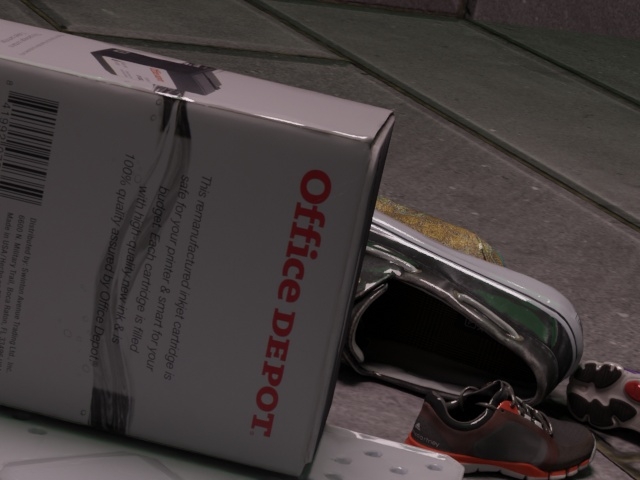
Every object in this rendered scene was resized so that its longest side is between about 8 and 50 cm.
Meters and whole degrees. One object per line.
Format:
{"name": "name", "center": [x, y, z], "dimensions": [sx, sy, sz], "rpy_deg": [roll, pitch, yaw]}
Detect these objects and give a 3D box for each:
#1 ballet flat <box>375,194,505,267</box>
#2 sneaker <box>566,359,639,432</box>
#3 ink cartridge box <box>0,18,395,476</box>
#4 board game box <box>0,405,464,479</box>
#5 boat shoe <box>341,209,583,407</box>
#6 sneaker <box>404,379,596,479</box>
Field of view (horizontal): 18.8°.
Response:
{"name": "ballet flat", "center": [0.000, 0.000, 1.721], "dimensions": [0.348, 0.123, 0.123], "rpy_deg": [22, 19, 31]}
{"name": "sneaker", "center": [0.281, 0.132, 1.543], "dimensions": [0.170, 0.068, 0.071], "rpy_deg": [22, 13, 34]}
{"name": "ink cartridge box", "center": [-0.126, -0.003, 1.240], "dimensions": [0.307, 0.223, 0.129], "rpy_deg": [13, 15, 5]}
{"name": "board game box", "center": [-0.127, 0.171, 1.141], "dimensions": [0.390, 0.050, 0.390], "rpy_deg": [14, 16, 6]}
{"name": "boat shoe", "center": [0.044, 0.047, 1.557], "dimensions": [0.335, 0.121, 0.119], "rpy_deg": [14, 21, 16]}
{"name": "sneaker", "center": [0.140, 0.136, 1.423], "dimensions": [0.158, 0.065, 0.061], "rpy_deg": [3, 19, -29]}
